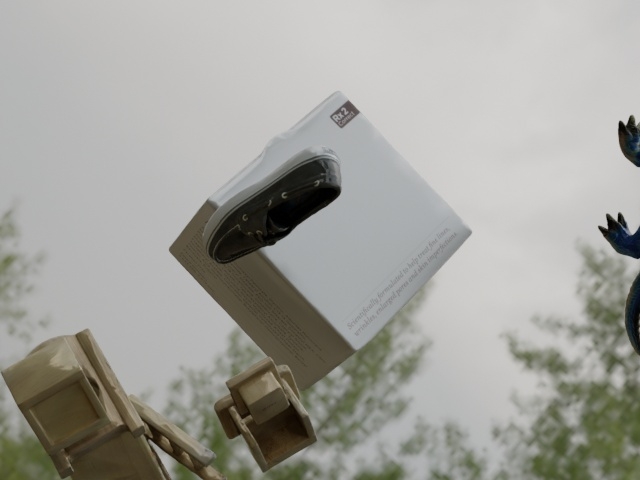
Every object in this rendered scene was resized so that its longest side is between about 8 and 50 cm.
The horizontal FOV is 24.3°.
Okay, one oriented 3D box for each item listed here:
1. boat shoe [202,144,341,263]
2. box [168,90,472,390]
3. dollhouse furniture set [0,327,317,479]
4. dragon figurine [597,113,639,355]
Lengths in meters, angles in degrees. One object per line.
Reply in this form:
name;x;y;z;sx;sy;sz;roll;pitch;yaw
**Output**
boat shoe;-0.039;-0.020;1.160;0.049;0.142;0.040;26;37;-40
box;0.000;0.000;1.313;0.182;0.181;0.119;47;-32;1
dollhouse furniture set;-0.105;0.080;0.934;0.101;0.161;0.182;52;-14;40
dragon figurine;0.315;-0.024;1.227;0.085;0.289;0.144;4;9;-37
